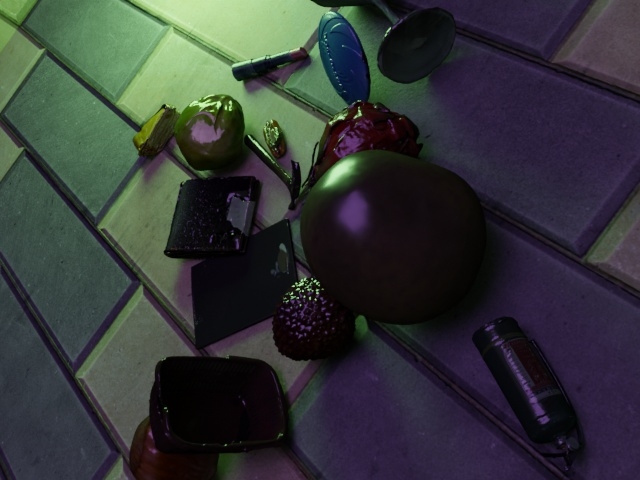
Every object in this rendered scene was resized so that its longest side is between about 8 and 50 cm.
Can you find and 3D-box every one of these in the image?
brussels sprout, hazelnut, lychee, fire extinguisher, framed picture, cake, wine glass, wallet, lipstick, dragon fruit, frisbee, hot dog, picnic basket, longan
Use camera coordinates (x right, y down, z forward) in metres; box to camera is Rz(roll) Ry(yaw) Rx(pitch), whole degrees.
[{"bbox_3d":[-0.295,-0.293,1.990,0.223,0.161,0.223,-14,66,36],"label":"brussels sprout"},{"bbox_3d":[-0.322,0.472,1.632,0.215,0.176,0.214,5,103,20],"label":"hazelnut"},{"bbox_3d":[-0.023,0.173,1.548,0.188,0.188,0.188,-16,60,29],"label":"lychee"},{"bbox_3d":[0.374,0.271,1.273,0.294,0.118,0.093,65,145,37],"label":"fire extinguisher"},{"bbox_3d":[-0.196,0.108,1.820,0.324,0.013,0.244,-25,56,24],"label":"framed picture"},{"bbox_3d":[-0.502,-0.339,2.236,0.116,0.080,0.184,35,101,54],"label":"cake"},{"bbox_3d":[0.141,-0.583,1.769,0.267,0.267,0.406,-41,56,13],"label":"wine glass"},{"bbox_3d":[-0.292,-0.062,1.934,0.262,0.071,0.220,-2,64,30],"label":"wallet"},{"bbox_3d":[-0.142,-0.500,2.060,0.234,0.053,0.053,-7,64,30],"label":"lipstick"},{"bbox_3d":[0.086,-0.179,1.612,0.293,0.233,0.234,-42,48,-8],"label":"dragon fruit"},{"bbox_3d":[0.046,-0.433,1.773,0.045,0.242,0.242,-23,48,-17],"label":"frisbee"},{"bbox_3d":[-0.125,-0.274,1.936,0.056,0.041,0.133,-34,52,19],"label":"hot dog"},{"bbox_3d":[-0.226,0.366,1.553,0.129,0.297,0.222,-50,44,38],"label":"picnic basket"},{"bbox_3d":[0.139,-0.013,1.424,0.361,0.361,0.360,-16,60,29],"label":"longan"}]

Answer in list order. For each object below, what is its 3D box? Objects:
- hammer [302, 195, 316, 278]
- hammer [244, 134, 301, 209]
[{"bbox_3d":[0.000,0.000,1.716,0.111,0.033,0.287,-10,63,31],"label":"hammer"},{"bbox_3d":[-0.128,-0.198,1.888,0.297,0.027,0.125,47,132,45],"label":"hammer"}]
